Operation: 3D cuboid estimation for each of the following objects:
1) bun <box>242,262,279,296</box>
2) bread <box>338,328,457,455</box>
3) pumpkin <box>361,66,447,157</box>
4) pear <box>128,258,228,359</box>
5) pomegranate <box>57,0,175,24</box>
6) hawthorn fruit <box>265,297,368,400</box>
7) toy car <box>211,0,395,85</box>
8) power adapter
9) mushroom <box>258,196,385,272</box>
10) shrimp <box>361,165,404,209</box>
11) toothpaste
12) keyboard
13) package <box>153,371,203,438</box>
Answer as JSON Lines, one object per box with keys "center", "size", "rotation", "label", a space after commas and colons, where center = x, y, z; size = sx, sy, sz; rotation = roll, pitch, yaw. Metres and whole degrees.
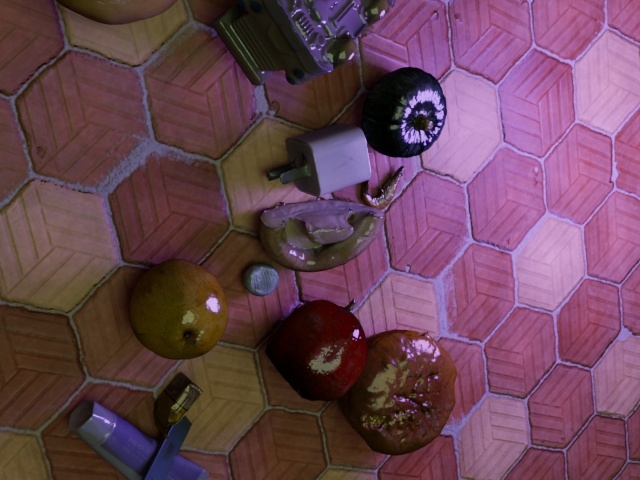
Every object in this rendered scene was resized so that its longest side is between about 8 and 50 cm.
{"center": [-0.133, 0.085, 1.948], "size": [0.083, 0.045, 0.083], "rotation": [-9, 107, -30], "label": "bun"}
{"center": [0.179, 0.362, 2.126], "size": [0.312, 0.172, 0.312], "rotation": [-5, 100, -27], "label": "bread"}
{"center": [0.190, -0.281, 1.971], "size": [0.212, 0.152, 0.211], "rotation": [-10, 113, -25], "label": "pumpkin"}
{"center": [-0.283, 0.145, 1.791], "size": [0.209, 0.209, 0.208], "rotation": [-8, 106, -27], "label": "pear"}
{"center": [-0.347, -0.541, 1.516], "size": [0.333, 0.332, 0.332], "rotation": [-8, 106, -27], "label": "pomegranate"}
{"center": [0.009, 0.237, 1.983], "size": [0.215, 0.215, 0.249], "rotation": [41, 72, -31], "label": "hawthorn fruit"}
{"center": [-0.029, -0.485, 1.787], "size": [0.242, 0.226, 0.336], "rotation": [54, 49, -28], "label": "toy car"}
{"center": [-0.013, -0.165, 1.902], "size": [0.205, 0.130, 0.125], "rotation": [-20, 112, -22], "label": "power adapter"}
{"center": [0.000, 0.000, 1.949], "size": [0.286, 0.156, 0.151], "rotation": [-5, 117, -16], "label": "mushroom"}
{"center": [0.147, -0.132, 2.060], "size": [0.091, 0.025, 0.127], "rotation": [40, 85, -29], "label": "shrimp"}
{"center": [-0.385, 0.470, 1.892], "size": [0.371, 0.080, 0.125], "rotation": [48, 67, -33], "label": "toothpaste"}
{"center": [-0.330, 0.456, 1.901], "size": [0.055, 0.014, 0.176], "rotation": [55, 45, -35], "label": "keyboard"}
{"center": [-0.317, 0.354, 1.899], "size": [0.131, 0.071, 0.047], "rotation": [-51, 126, -7], "label": "package"}
